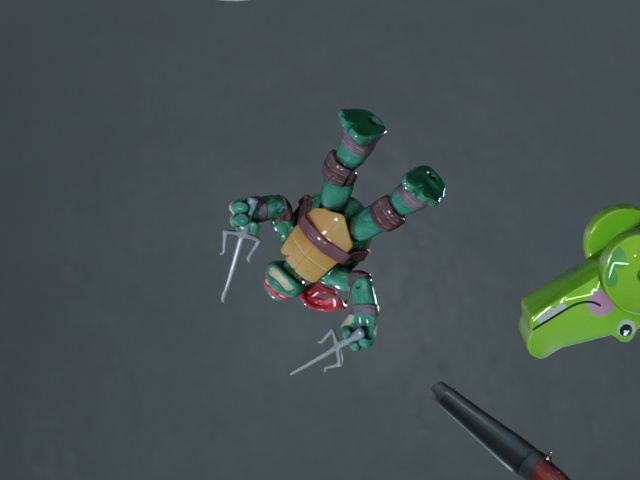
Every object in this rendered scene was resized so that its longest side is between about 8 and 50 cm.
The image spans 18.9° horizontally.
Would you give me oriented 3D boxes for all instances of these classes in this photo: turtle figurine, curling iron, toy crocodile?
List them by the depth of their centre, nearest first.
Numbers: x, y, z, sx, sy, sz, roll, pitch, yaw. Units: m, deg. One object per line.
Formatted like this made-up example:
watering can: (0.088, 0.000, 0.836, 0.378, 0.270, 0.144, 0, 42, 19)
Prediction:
toy crocodile: (0.306, -0.004, 1.507, 0.340, 0.105, 0.115, -33, -169, 1)
curling iron: (0.188, 0.181, 1.575, 0.035, 0.068, 0.274, -1, -158, -41)
turtle figurine: (0.000, 0.000, 1.722, 0.234, 0.175, 0.118, -51, -169, 28)
